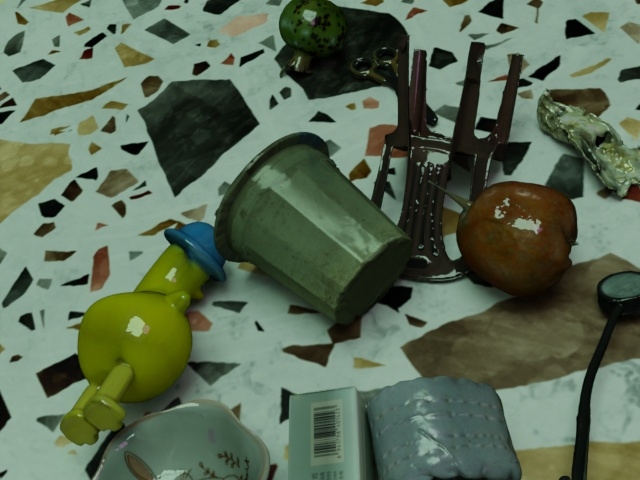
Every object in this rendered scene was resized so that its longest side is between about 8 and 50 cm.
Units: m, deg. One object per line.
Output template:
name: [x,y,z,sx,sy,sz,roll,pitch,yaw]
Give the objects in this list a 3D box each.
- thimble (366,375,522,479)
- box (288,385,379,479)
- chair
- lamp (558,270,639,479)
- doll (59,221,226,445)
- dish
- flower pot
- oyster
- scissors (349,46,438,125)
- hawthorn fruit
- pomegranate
thimble: [0.129,0.220,0.970,0.151,0.127,0.117,6,52,-19]
box: [0.019,0.300,0.944,0.079,0.135,0.269,-10,47,10]
chair: [0.172,-0.114,1.284,0.176,0.183,0.326,10,97,22]
lamp: [0.313,0.185,1.029,0.130,0.108,0.371,-7,32,26]
doll: [-0.227,0.104,1.183,0.199,0.145,0.363,-31,22,35]
dish: [-0.153,0.297,1.031,0.229,0.081,0.229,-10,47,11]
flower pot: [0.000,0.000,1.194,0.212,0.212,0.203,-40,66,-20]
oyster: [0.389,-0.134,1.295,0.106,0.061,0.199,-4,48,-12]
scissors: [0.129,-0.248,1.480,0.088,0.017,0.220,-26,48,-12]
hawthorn fruit: [0.240,-0.014,1.152,0.149,0.149,0.189,-40,56,-20]
pomegranate: [-0.020,-0.346,1.557,0.122,0.122,0.161,30,100,34]
